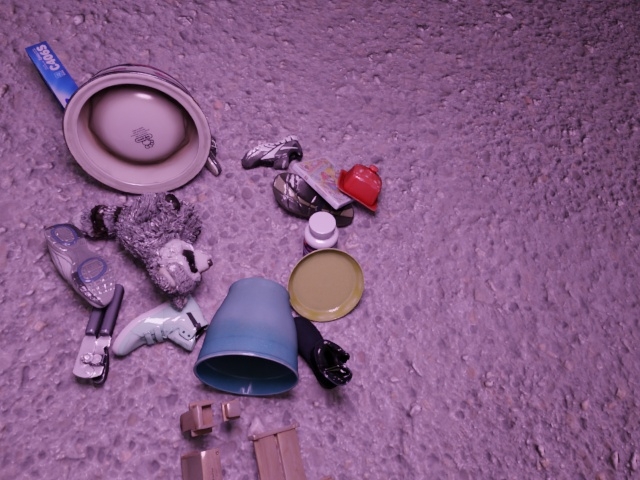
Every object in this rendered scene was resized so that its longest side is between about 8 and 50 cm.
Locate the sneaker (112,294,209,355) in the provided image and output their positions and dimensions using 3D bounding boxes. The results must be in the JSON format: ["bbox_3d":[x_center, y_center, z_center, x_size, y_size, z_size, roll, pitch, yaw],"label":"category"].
[{"bbox_3d":[-0.440,0.269,1.207,0.255,0.094,0.151,-36,70,-24],"label":"sneaker"}]

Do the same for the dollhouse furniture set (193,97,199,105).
[{"bbox_3d":[-0.478,-0.465,1.524,0.081,0.114,0.091,-36,79,-17],"label":"dollhouse furniture set"}]

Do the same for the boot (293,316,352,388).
[{"bbox_3d":[-0.006,0.301,1.208,0.094,0.207,0.247,-28,73,-19],"label":"boot"}]

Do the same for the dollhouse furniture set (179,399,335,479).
[{"bbox_3d":[-0.172,0.565,1.149,0.355,0.173,0.304,2,63,-35],"label":"dollhouse furniture set"}]

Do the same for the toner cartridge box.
[{"bbox_3d":[-0.843,-0.480,1.439,0.075,0.165,0.348,-33,75,-20],"label":"toner cartridge box"}]

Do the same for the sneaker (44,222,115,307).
[{"bbox_3d":[-0.684,0.083,1.233,0.110,0.129,0.297,-22,60,-45],"label":"sneaker"}]

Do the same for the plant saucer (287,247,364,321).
[{"bbox_3d":[0.015,0.133,1.318,0.240,0.037,0.241,-4,108,-11],"label":"plant saucer"}]

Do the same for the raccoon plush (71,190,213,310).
[{"bbox_3d":[-0.524,0.052,1.250,0.445,0.216,0.300,-10,59,17],"label":"raccoon plush"}]

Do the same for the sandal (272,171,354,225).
[{"bbox_3d":[-0.030,-0.128,1.468,0.302,0.086,0.120,25,88,-17],"label":"sandal"}]

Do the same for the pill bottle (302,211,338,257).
[{"bbox_3d":[0.000,0.000,1.343,0.107,0.194,0.108,2,56,-3],"label":"pill bottle"}]

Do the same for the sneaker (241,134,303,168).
[{"bbox_3d":[-0.161,-0.294,1.519,0.234,0.078,0.106,-25,70,-21],"label":"sneaker"}]

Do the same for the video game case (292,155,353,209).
[{"bbox_3d":[0.037,-0.206,1.477,0.206,0.026,0.227,44,33,11],"label":"video game case"}]

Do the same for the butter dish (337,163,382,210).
[{"bbox_3d":[0.151,-0.203,1.449,0.159,0.118,0.160,32,32,-11],"label":"butter dish"}]

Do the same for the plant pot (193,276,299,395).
[{"bbox_3d":[-0.186,0.252,1.182,0.271,0.272,0.256,7,51,-6],"label":"plant pot"}]

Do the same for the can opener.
[{"bbox_3d":[-0.614,0.254,1.202,0.074,0.093,0.281,4,57,-9],"label":"can opener"}]

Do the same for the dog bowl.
[{"bbox_3d":[-0.549,-0.347,1.319,0.407,0.408,0.151,-9,45,-13],"label":"dog bowl"}]

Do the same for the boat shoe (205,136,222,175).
[{"bbox_3d":[-0.394,-0.329,1.492,0.079,0.084,0.233,-26,70,-19],"label":"boat shoe"}]
